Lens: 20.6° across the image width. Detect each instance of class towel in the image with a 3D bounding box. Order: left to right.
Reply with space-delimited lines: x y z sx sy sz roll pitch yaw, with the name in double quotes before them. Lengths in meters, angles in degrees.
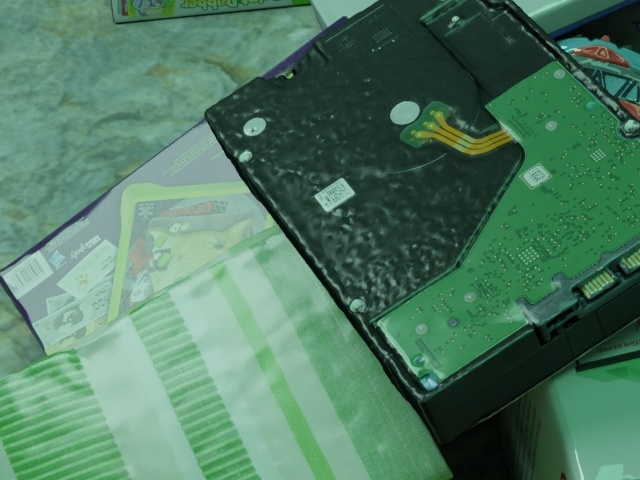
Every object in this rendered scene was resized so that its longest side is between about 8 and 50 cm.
"towel" -0.100 0.147 1.257 0.325 0.038 0.248 -29 58 2

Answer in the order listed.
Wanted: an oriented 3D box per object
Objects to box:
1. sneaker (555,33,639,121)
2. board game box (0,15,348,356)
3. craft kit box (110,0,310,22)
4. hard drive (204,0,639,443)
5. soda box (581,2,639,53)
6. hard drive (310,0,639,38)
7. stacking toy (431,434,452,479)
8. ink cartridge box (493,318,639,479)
"sneaker" 0.266 -0.089 1.490 0.262 0.104 0.125 15 53 14
"board game box" -0.058 0.004 1.357 0.347 0.056 0.208 -36 59 -1
"craft kit box" -0.090 -0.324 1.738 0.250 0.061 0.246 -7 52 -4
"hard drive" 0.091 -0.043 1.225 0.237 0.064 0.339 -34 47 -5
"soda box" 0.368 -0.180 1.525 0.286 0.091 0.098 19 50 39
"hard drive" 0.162 -0.231 1.576 0.319 0.040 0.210 -23 33 -1
"stacking toy" 0.086 0.233 1.199 0.166 0.175 0.302 -10 38 -5
"ink cartridge box" 0.195 0.114 1.248 0.117 0.201 0.278 -7 49 -5
